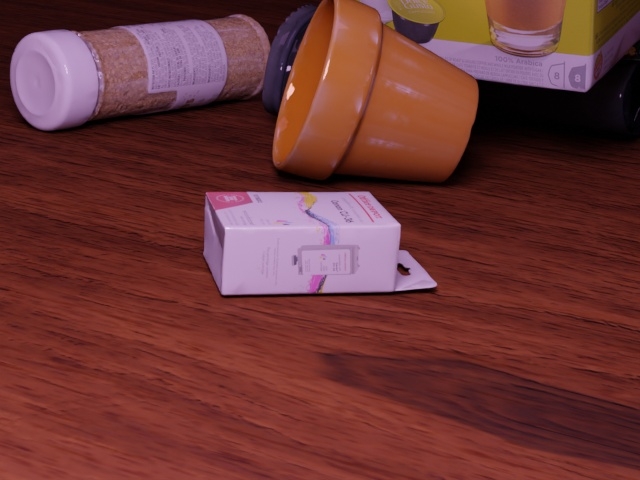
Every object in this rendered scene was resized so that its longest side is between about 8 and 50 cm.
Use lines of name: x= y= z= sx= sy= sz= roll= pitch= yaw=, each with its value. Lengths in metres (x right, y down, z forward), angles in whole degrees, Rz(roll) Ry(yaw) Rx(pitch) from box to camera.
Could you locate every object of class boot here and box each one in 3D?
boot: x=0.193 y=-0.205 z=1.883 sx=0.445 sy=0.146 sz=0.367 roll=16 pitch=23 yaw=20

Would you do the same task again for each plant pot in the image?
plant pot: x=0.067 y=-0.151 z=1.609 sx=0.188 sy=0.205 sz=0.205 roll=17 pitch=15 yaw=-13

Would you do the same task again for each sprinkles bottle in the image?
sprinkles bottle: x=-0.223 y=-0.222 z=1.846 sx=0.121 sy=0.121 sz=0.355 roll=19 pitch=23 yaw=39

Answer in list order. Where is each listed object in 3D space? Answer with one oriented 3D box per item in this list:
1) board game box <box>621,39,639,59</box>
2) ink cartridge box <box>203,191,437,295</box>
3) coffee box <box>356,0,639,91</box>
board game box: x=0.342 y=-0.282 z=1.895 sx=0.136 sy=0.030 sz=0.260 roll=-4 pitch=22 yaw=-24
ink cartridge box: x=0.000 y=0.000 z=1.296 sx=0.198 sy=0.067 sz=0.115 roll=0 pitch=18 yaw=-14
coffee box: x=0.223 y=-0.406 z=1.707 sx=0.338 sy=0.334 sz=0.338 roll=11 pitch=30 yaw=27
